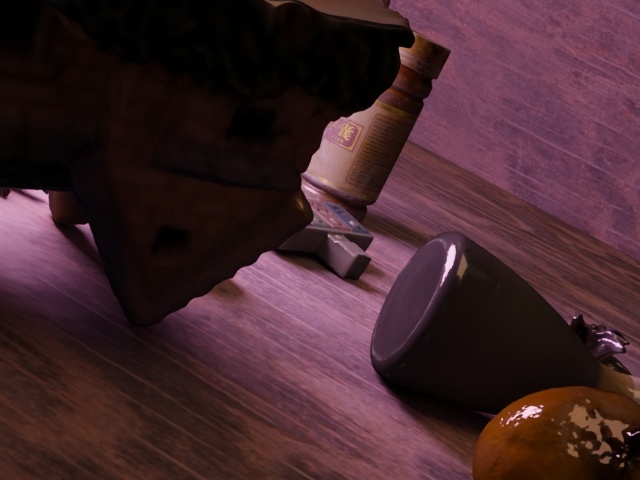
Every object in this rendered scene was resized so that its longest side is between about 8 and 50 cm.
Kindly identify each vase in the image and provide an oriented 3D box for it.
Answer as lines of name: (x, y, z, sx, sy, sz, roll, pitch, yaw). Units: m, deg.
vase: (0.229, 0.134, 1.205, 0.321, 0.173, 0.173, 28, 12, -12)

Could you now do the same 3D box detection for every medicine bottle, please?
medicine bottle: (0.075, -0.200, 1.829, 0.151, 0.322, 0.151, 25, 13, -6)

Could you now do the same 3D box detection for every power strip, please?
power strip: (0.000, 0.000, 1.525, 0.145, 0.061, 0.216, 42, 20, 30)

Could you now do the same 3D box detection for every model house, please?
model house: (-0.223, -0.137, 0.996, 0.445, 0.400, 0.395, 9, 33, -30)

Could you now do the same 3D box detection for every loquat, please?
loquat: (0.210, 0.200, 0.946, 0.172, 0.149, 0.204, -3, -10, -22)

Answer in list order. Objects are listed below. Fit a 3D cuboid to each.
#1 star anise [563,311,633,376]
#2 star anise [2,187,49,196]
star anise: (0.307, 0.137, 1.402, 0.181, 0.061, 0.204, 36, -27, -14)
star anise: (-0.360, -0.094, 1.219, 0.141, 0.042, 0.141, 23, 13, -6)
